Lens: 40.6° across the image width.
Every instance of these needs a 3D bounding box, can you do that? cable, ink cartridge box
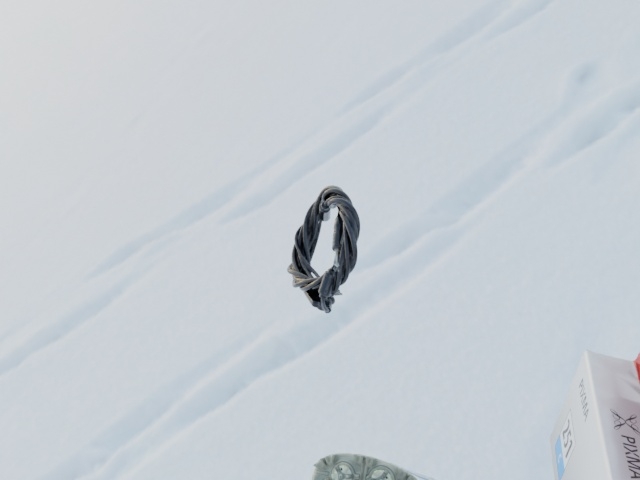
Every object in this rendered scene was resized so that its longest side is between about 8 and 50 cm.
[{"bbox_3d":[0.000,0.000,1.124,0.184,0.047,0.151,-123,44,-64],"label":"cable"},{"bbox_3d":[0.300,0.202,0.832,0.066,0.261,0.296,13,30,2],"label":"ink cartridge box"}]

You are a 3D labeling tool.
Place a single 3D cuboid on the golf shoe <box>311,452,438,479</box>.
[{"bbox_3d":[0.078,0.193,0.590,0.176,0.086,0.069,20,91,16],"label":"golf shoe"}]
